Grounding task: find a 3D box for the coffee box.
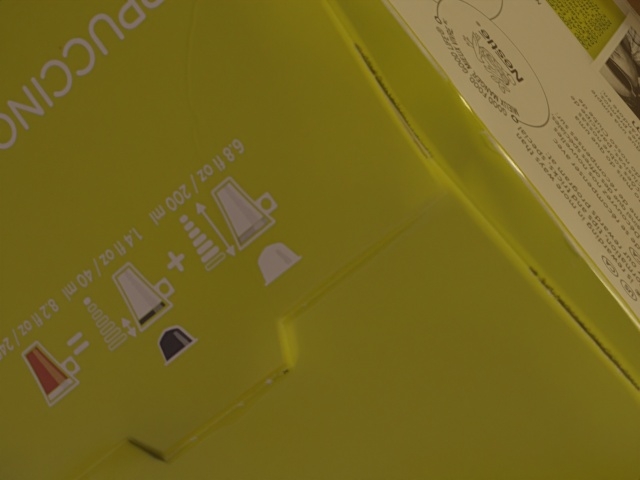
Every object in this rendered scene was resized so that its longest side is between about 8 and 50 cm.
[{"bbox_3d":[0.000,0.000,0.784,0.337,0.334,0.338,-38,87,27],"label":"coffee box"}]
